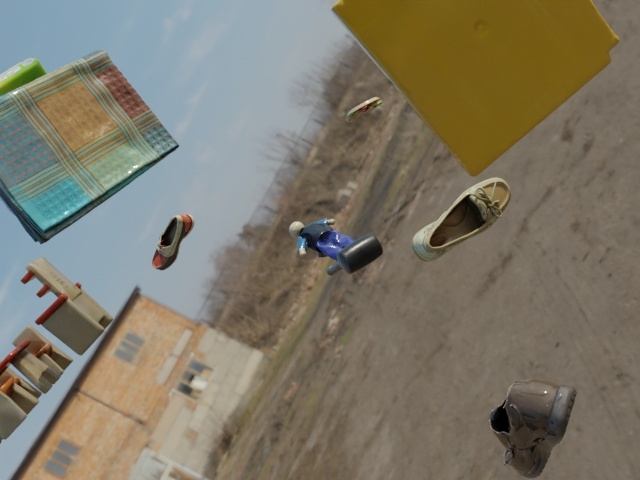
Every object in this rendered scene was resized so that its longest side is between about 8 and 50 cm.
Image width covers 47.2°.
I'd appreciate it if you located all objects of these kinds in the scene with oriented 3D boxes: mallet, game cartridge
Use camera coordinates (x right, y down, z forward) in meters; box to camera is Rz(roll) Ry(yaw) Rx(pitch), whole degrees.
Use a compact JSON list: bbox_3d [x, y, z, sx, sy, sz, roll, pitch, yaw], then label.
[{"bbox_3d":[0.047,0.028,1.115,0.062,0.039,0.189,-31,-2,-9],"label":"mallet"},{"bbox_3d":[0.224,-0.301,1.045,0.285,0.323,0.052,-40,12,7],"label":"game cartridge"}]

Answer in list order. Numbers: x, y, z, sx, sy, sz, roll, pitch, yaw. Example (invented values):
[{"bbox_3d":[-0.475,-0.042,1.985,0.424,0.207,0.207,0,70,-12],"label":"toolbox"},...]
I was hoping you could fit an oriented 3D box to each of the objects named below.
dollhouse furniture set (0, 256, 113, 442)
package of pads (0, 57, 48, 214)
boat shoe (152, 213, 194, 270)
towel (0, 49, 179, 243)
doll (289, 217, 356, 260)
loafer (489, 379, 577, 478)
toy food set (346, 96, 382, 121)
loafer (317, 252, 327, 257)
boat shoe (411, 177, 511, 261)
[{"bbox_3d":[-0.430,0.164,1.026,0.259,0.135,0.262,-47,9,1],"label":"dollhouse furniture set"},{"bbox_3d":[-0.617,-0.200,1.546,0.229,0.296,0.101,-38,31,-18],"label":"package of pads"},{"bbox_3d":[-0.295,0.004,1.427,0.137,0.049,0.043,-53,-21,22],"label":"boat shoe"},{"bbox_3d":[-0.484,-0.199,1.427,0.370,0.271,0.040,-43,9,-37],"label":"towel"},{"bbox_3d":[0.000,0.000,1.675,0.129,0.189,0.046,-44,-39,-27],"label":"doll"},{"bbox_3d":[0.398,0.351,1.429,0.133,0.130,0.365,-60,-19,-30],"label":"loafer"},{"bbox_3d":[0.096,-0.290,1.612,0.083,0.020,0.082,-29,3,-11],"label":"toy food set"},{"bbox_3d":[0.048,0.023,1.843,0.062,0.170,0.061,11,87,46],"label":"loafer"},{"bbox_3d":[0.339,-0.050,1.684,0.285,0.104,0.089,-39,-1,-15],"label":"boat shoe"}]
